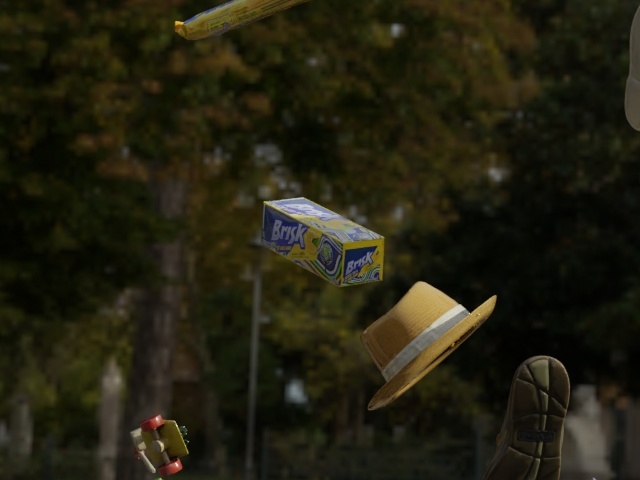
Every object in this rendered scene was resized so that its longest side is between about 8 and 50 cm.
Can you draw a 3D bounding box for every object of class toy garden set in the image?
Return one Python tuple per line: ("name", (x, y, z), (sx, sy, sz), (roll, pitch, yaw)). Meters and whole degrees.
("toy garden set", (-0.169, 0.298, 2.026), (0.049, 0.204, 0.244), (-23, 3, -14))

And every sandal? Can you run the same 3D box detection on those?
("sandal", (0.234, 0.232, 1.959), (0.090, 0.219, 0.060), (6, 13, -8))

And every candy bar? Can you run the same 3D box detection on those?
("candy bar", (-0.030, -0.148, 1.038), (0.040, 0.018, 0.161), (-22, 7, -43))

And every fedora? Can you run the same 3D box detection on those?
("fedora", (0.100, 0.098, 1.789), (0.194, 0.079, 0.194), (-40, -8, -7))

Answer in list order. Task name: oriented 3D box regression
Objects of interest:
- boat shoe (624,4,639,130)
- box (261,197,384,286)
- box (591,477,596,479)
("boat shoe", (0.448, -0.241, 2.205), (0.065, 0.206, 0.075), (-13, 38, -22))
("box", (0.000, 0.000, 1.901), (0.059, 0.054, 0.169), (-7, 20, -33))
("box", (0.299, 0.467, 2.041), (0.177, 0.290, 0.279), (42, -7, 16))
